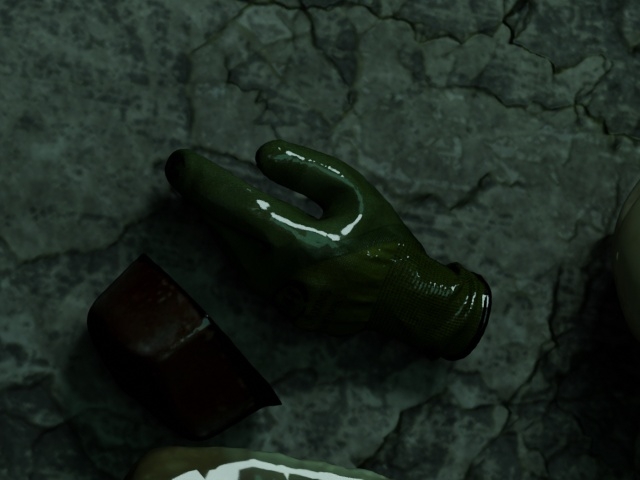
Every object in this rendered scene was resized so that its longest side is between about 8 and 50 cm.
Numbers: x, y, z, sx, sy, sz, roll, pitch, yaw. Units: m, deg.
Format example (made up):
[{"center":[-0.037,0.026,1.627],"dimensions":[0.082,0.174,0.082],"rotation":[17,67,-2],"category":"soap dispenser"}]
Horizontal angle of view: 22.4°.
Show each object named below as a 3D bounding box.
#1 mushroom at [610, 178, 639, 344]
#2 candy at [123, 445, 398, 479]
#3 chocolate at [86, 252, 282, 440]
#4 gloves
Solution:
[{"center":[0.376,0.057,1.194],"dimensions":[0.315,0.315,0.356],"rotation":[6,60,-16],"category":"mushroom"},{"center":[-0.029,0.207,1.126],"dimensions":[0.234,0.104,0.102],"rotation":[14,66,-12],"category":"candy"},{"center":[-0.102,0.087,1.141],"dimensions":[0.080,0.125,0.148],"rotation":[-42,93,-7],"category":"chocolate"},{"center":[0.003,0.008,1.195],"dimensions":[0.268,0.135,0.107],"rotation":[28,26,-9],"category":"gloves"}]
